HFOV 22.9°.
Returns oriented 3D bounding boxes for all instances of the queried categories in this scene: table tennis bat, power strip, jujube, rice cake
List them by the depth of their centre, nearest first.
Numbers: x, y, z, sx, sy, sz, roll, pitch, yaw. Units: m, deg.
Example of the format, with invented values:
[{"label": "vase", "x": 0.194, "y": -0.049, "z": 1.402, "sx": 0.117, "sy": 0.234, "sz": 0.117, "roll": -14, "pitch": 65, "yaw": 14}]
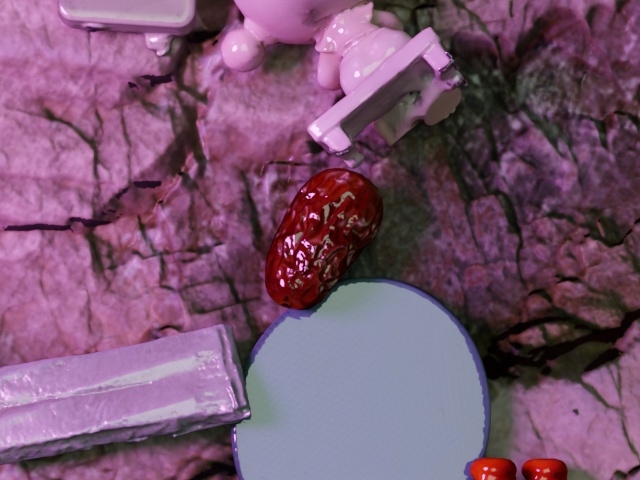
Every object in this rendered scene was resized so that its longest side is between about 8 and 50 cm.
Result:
[{"label": "rice cake", "x": -0.174, "y": 0.127, "z": 1.294, "sx": 0.226, "sy": 0.040, "sz": 0.085, "roll": -10, "pitch": 64, "yaw": -4}, {"label": "table tennis bat", "x": 0.019, "y": 0.188, "z": 1.311, "sx": 0.215, "sy": 0.044, "sz": 0.329, "roll": 22, "pitch": 78, "yaw": -2}, {"label": "jujube", "x": 0.000, "y": 0.000, "z": 1.317, "sx": 0.077, "sy": 0.077, "sz": 0.129, "roll": 30, "pitch": 73, "yaw": 0}, {"label": "power strip", "x": -0.159, "y": -0.297, "z": 1.367, "sx": 0.118, "sy": 0.046, "sz": 0.270, "roll": 4, "pitch": 82, "yaw": -5}]

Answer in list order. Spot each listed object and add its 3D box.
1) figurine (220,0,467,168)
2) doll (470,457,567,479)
[{"label": "figurine", "x": 0.001, "y": -0.196, "z": 1.323, "sx": 0.182, "sy": 0.144, "sz": 0.256, "roll": -41, "pitch": 79, "yaw": 25}, {"label": "doll", "x": 0.170, "y": 0.299, "z": 1.285, "sx": 0.142, "sy": 0.076, "sz": 0.245, "roll": 3, "pitch": 79, "yaw": -30}]
